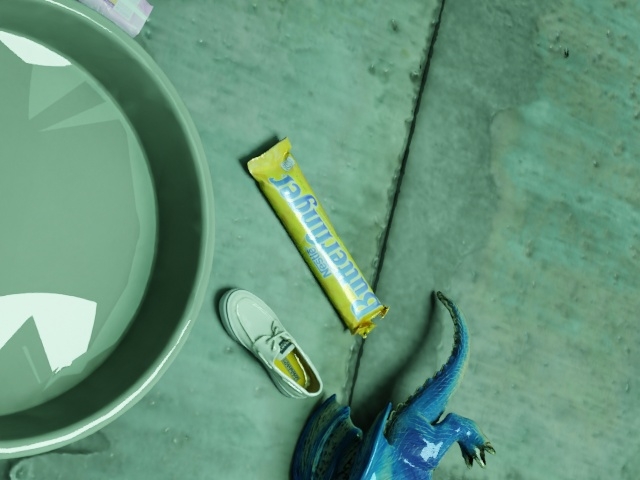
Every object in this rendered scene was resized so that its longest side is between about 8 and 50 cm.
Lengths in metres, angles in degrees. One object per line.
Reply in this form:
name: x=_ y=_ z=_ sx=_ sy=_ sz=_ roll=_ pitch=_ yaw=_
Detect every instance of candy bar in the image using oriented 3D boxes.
candy bar: x=0.000 y=0.000 z=0.985 sx=0.040 sy=0.018 sz=0.161 roll=-40 pitch=108 yaw=-28

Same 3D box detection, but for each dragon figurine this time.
dragon figurine: x=0.040 y=0.161 z=0.962 sx=0.144 sy=0.085 sz=0.289 roll=21 pitch=77 yaw=-31

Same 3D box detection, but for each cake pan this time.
cake pan: x=-0.205 y=-0.013 z=0.830 sx=0.293 sy=0.054 sz=0.293 roll=2 pitch=86 yaw=-33

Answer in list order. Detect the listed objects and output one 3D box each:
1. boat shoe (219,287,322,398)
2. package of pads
boat shoe: x=-0.033 y=0.074 z=0.949 sx=0.035 sy=0.035 sz=0.100 roll=-44 pitch=110 yaw=-27
package of pads: x=-0.157 y=-0.160 z=0.872 sx=0.083 sy=0.050 sz=0.032 roll=37 pitch=58 yaw=-26
